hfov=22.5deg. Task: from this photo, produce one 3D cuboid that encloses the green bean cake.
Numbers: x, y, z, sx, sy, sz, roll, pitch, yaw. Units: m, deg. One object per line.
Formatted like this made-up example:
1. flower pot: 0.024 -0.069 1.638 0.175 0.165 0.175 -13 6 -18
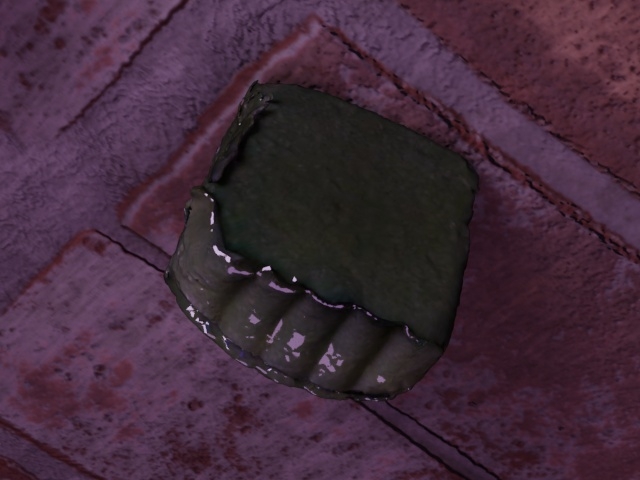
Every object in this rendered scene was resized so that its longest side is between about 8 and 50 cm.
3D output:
1. green bean cake: 0.000 0.000 1.233 0.223 0.227 0.125 26 130 -9
